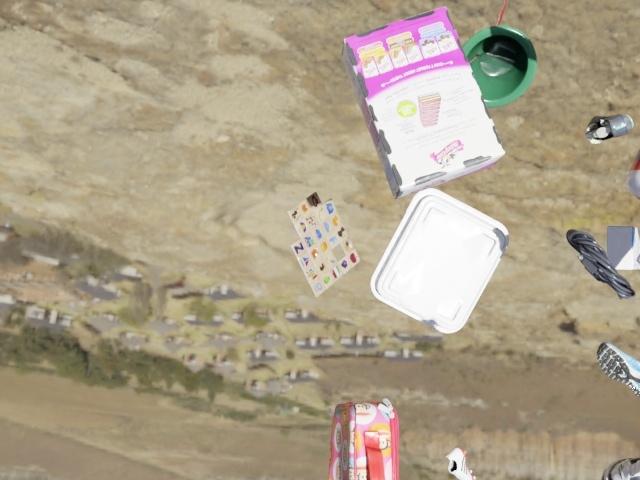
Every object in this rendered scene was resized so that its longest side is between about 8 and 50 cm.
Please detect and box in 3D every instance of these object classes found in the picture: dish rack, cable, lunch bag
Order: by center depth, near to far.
[{"bbox_3d":[0.577,0.047,1.510,0.047,0.184,0.150,-36,138,6],"label":"cable"},{"bbox_3d":[0.092,0.474,1.515,0.120,0.293,0.258,3,166,-9],"label":"lunch bag"},{"bbox_3d":[0.318,0.059,1.945,0.285,0.333,0.072,27,-175,-4],"label":"dish rack"}]

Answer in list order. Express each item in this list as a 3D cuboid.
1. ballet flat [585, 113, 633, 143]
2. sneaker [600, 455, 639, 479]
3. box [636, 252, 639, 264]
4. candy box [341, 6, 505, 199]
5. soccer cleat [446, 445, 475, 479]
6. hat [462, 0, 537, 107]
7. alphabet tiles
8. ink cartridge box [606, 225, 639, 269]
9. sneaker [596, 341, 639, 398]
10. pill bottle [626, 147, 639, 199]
[{"bbox_3d":[0.734,-0.290,1.931,0.074,0.074,0.203,8,-179,-7],"label":"ballet flat"},{"bbox_3d":[0.475,0.313,0.892,0.235,0.094,0.153,21,152,12],"label":"sneaker"},{"bbox_3d":[0.774,-0.076,1.546,0.063,0.324,0.067,32,176,-19],"label":"box"},{"bbox_3d":[0.142,-0.195,1.057,0.159,0.233,0.071,-18,170,-4],"label":"candy box"},{"bbox_3d":[0.223,0.368,1.181,0.035,0.083,0.029,-25,-159,-22],"label":"soccer cleat"},{"bbox_3d":[0.404,-0.422,1.695,0.173,0.183,0.208,42,113,-10],"label":"hat"},{"bbox_3d":[0.000,0.000,1.974,0.009,0.198,0.237,-9,112,48],"label":"alphabet tiles"},{"bbox_3d":[0.751,0.019,1.818,0.060,0.104,0.180,0,179,31],"label":"ink cartridge box"},{"bbox_3d":[0.707,0.294,1.697,0.073,0.162,0.063,-29,158,-48],"label":"sneaker"},{"bbox_3d":[0.672,-0.202,1.267,0.181,0.323,0.181,24,-177,-1],"label":"pill bottle"}]
